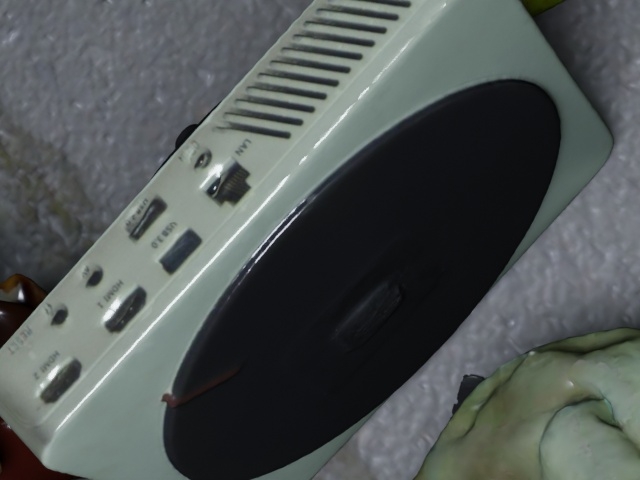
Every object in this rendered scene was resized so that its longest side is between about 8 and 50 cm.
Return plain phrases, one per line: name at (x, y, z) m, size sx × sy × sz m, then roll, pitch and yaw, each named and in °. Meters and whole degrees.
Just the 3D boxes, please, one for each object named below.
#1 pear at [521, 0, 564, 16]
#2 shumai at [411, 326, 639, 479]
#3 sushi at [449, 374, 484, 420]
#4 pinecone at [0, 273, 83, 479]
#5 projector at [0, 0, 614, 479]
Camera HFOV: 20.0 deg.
pear at (0.099, -0.213, 0.849) m, size 0.187 × 0.187 × 0.220 m, roll 10°, pitch 75°, yaw 20°
shumai at (0.143, 0.185, 0.683) m, size 0.309 × 0.263 × 0.304 m, roll -36°, pitch 85°, yaw 16°
sushi at (0.133, 0.145, 0.841) m, size 0.201 × 0.031 × 0.139 m, roll 11°, pitch 82°, yaw 21°
pinecone at (-0.219, 0.106, 0.860) m, size 0.264 × 0.264 × 0.264 m, roll -4°, pitch 77°, yaw 18°
projector at (0.000, 0.000, 0.796) m, size 0.257 × 0.259 × 0.079 m, roll -48°, pitch 67°, yaw 3°
